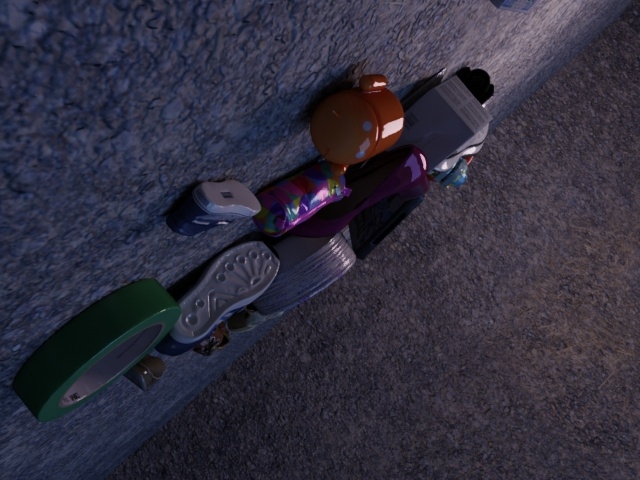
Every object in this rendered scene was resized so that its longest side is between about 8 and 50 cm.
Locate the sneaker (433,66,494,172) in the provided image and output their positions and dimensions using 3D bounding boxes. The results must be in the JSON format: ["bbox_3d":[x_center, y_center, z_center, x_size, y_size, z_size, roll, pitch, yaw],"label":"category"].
[{"bbox_3d":[0.431,-0.370,1.971,0.447,0.169,0.257,-43,169,-52],"label":"sneaker"}]

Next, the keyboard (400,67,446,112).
[{"bbox_3d":[0.204,-0.322,1.669,0.256,0.014,0.072,-40,172,-15],"label":"keyboard"}]

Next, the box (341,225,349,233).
[{"bbox_3d":[0.000,0.000,2.143,0.113,0.094,0.275,-39,171,-19],"label":"box"}]

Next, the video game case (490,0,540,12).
[{"bbox_3d":[0.515,-0.617,1.499,0.300,0.036,0.329,-46,171,29],"label":"video game case"}]

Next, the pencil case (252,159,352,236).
[{"bbox_3d":[-0.037,-0.091,1.441,0.236,0.104,0.104,-33,168,-45],"label":"pencil case"}]

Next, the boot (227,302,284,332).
[{"bbox_3d":[-0.238,0.243,2.367,0.213,0.077,0.165,-22,161,6],"label":"boot"}]

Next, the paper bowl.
[{"bbox_3d":[-0.066,0.055,1.747,0.284,0.148,0.284,-30,-170,6],"label":"paper bowl"}]

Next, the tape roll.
[{"bbox_3d":[-0.408,0.203,1.305,0.321,0.077,0.321,-41,172,-7],"label":"tape roll"}]

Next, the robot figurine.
[{"bbox_3d":[0.064,-0.200,1.215,0.158,0.128,0.219,-27,-177,35],"label":"robot figurine"}]

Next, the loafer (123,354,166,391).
[{"bbox_3d":[-0.451,0.326,1.786,0.087,0.094,0.251,-52,180,-15],"label":"loafer"}]

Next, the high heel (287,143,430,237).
[{"bbox_3d":[0.059,-0.121,1.579,0.378,0.127,0.181,-21,152,8],"label":"high heel"}]

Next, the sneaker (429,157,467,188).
[{"bbox_3d":[0.339,-0.237,2.095,0.127,0.208,0.319,-46,171,34],"label":"sneaker"}]

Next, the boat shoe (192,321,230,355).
[{"bbox_3d":[-0.322,0.265,1.967,0.111,0.104,0.307,-43,172,8],"label":"boat shoe"}]

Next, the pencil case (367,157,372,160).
[{"bbox_3d":[0.110,-0.228,1.504,0.065,0.070,0.151,-14,164,-15],"label":"pencil case"}]

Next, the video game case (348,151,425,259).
[{"bbox_3d":[0.155,-0.124,1.821,0.248,0.035,0.274,-46,-147,32],"label":"video game case"}]

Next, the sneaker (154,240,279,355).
[{"bbox_3d":[-0.255,0.138,1.602,0.323,0.130,0.236,-43,-175,-33],"label":"sneaker"}]

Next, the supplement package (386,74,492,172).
[{"bbox_3d":[0.281,-0.274,1.705,0.194,0.149,0.203,-40,180,32],"label":"supplement package"}]

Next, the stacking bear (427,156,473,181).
[{"bbox_3d":[0.427,-0.290,2.480,0.175,0.164,0.289,-41,177,-10],"label":"stacking bear"}]

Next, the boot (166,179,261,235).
[{"bbox_3d":[-0.174,-0.051,1.142,0.086,0.069,0.190,-37,166,18],"label":"boot"}]
